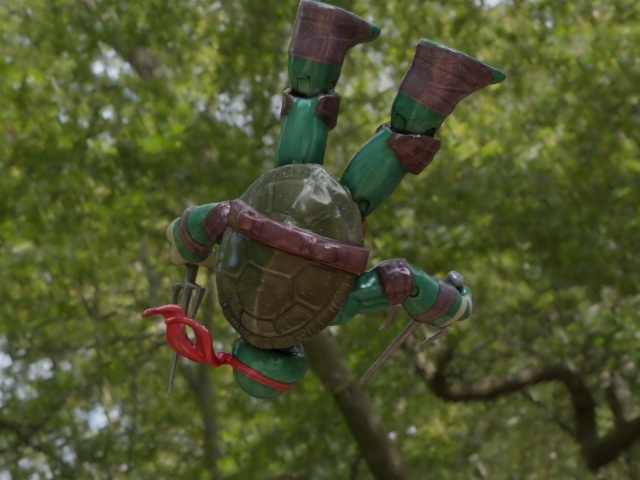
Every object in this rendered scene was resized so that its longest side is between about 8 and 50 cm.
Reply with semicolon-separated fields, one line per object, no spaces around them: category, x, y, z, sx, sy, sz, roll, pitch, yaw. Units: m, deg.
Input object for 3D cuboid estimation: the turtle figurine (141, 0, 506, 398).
turtle figurine;0.000;0.000;0.742;0.118;0.175;0.234;-25;-43;-81
